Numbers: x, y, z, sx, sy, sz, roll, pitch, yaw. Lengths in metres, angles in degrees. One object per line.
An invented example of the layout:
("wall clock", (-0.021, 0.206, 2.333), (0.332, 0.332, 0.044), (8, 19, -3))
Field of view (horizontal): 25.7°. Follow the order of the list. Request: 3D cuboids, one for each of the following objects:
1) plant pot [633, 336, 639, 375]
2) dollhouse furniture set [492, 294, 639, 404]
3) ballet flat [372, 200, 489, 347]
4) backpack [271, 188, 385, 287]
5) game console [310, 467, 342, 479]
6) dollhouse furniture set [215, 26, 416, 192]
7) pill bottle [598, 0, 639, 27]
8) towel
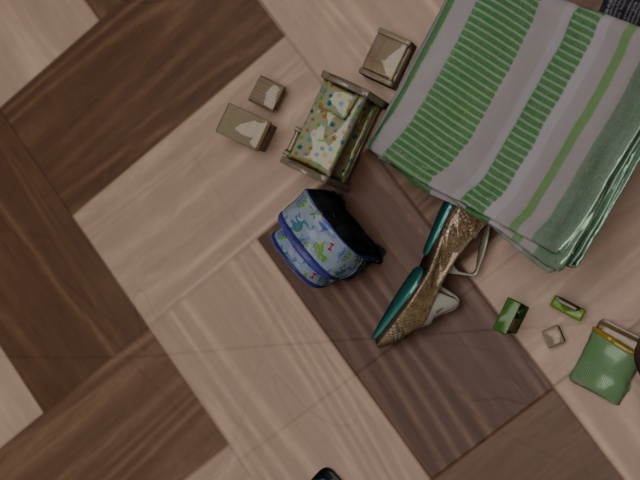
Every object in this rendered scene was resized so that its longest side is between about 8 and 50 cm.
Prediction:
("plant pot", (0.419, 0.156, 1.327), (0.263, 0.263, 0.229), (-41, 59, 10))
("dollhouse furniture set", (0.260, 0.106, 1.458), (0.152, 0.058, 0.076), (28, 94, 17))
("ballet flat", (0.130, 0.036, 1.502), (0.067, 0.073, 0.206), (28, 99, -6))
("backpack", (0.000, 0.000, 1.516), (0.084, 0.114, 0.105), (-40, 77, 10))
("game console", (-0.005, 0.326, 1.518), (0.071, 0.107, 0.122), (40, 99, -13))
("dollhouse furniture set", (-0.014, -0.171, 1.540), (0.161, 0.101, 0.182), (26, 93, 17))
("pill bottle", (0.392, -0.181, 1.352), (0.246, 0.130, 0.130), (37, 98, 47))
("towel", (0.197, -0.134, 1.422), (0.325, 0.038, 0.247), (36, 100, 48))
